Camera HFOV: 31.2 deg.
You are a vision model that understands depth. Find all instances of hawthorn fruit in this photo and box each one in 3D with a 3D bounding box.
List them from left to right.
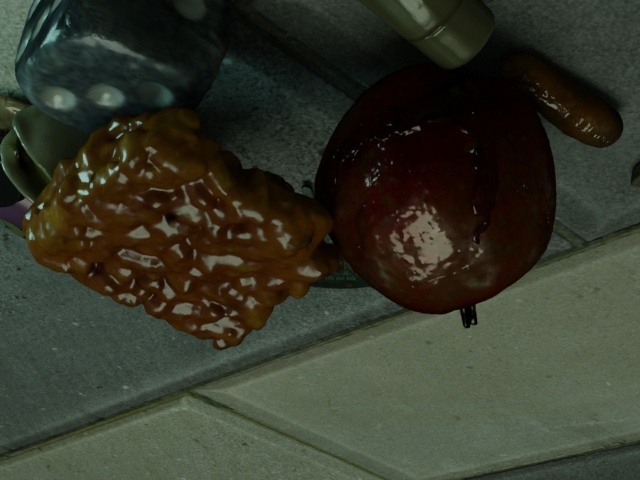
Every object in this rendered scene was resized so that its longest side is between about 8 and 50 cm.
[{"bbox_3d":[0.133,-0.065,1.340,0.316,0.316,0.316,6,150,4],"label":"hawthorn fruit"}]

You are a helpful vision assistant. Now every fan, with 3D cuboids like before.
[{"bbox_3d":[0.026,0.013,1.766,0.223,0.012,0.294,17,150,-15],"label":"fan"}]

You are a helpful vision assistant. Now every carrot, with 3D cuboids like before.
[{"bbox_3d":[0.283,-0.165,1.355,0.186,0.060,0.060,27,145,-25],"label":"carrot"}]

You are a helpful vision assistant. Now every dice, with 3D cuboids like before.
[{"bbox_3d":[-0.217,-0.227,1.250,0.183,0.181,0.182,23,144,-28],"label":"dice"}]

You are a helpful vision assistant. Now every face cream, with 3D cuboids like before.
[{"bbox_3d":[0.038,-0.305,1.167,0.341,0.084,0.137,36,143,-28],"label":"face cream"}]

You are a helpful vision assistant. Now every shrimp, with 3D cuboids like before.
[{"bbox_3d":[-0.434,-0.133,1.605,0.152,0.046,0.219,30,143,-26],"label":"shrimp"}]

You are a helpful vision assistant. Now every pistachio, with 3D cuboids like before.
[{"bbox_3d":[-0.273,-0.077,1.487,0.208,0.226,0.332,-31,136,27],"label":"pistachio"}]

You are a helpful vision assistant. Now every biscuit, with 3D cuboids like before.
[{"bbox_3d":[-0.155,-0.010,1.305,0.312,0.110,0.318,30,137,-24],"label":"biscuit"}]

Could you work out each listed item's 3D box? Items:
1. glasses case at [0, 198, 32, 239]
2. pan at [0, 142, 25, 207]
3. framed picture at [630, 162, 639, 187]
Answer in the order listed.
[{"bbox_3d":[-0.370,-0.015,1.751,0.316,0.076,0.123,29,148,-35],"label":"glasses case"},{"bbox_3d":[-0.513,-0.112,1.597,0.235,0.028,0.136,19,141,12],"label":"pan"},{"bbox_3d":[0.657,-0.099,1.398,0.446,0.028,0.326,14,150,-10],"label":"framed picture"}]
